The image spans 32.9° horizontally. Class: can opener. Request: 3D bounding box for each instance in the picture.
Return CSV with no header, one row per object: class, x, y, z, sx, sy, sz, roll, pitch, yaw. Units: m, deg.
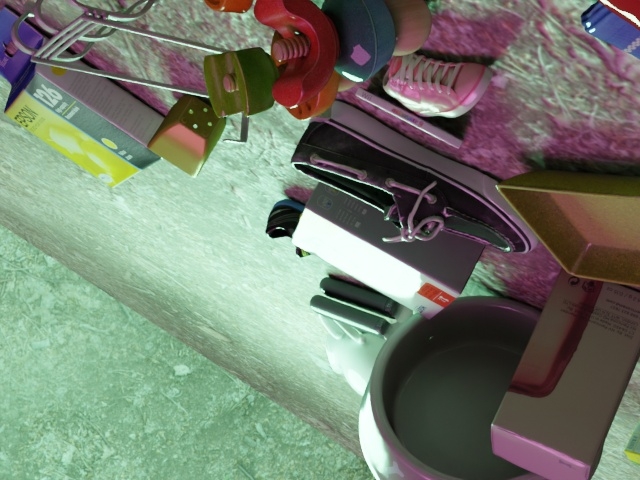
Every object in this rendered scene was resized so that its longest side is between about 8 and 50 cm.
can opener,0.109,0.138,1.850,0.280,0.074,0.093,19,161,31

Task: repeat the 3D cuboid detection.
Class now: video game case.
video game case,0.097,-0.131,1.161,0.122,0.011,0.087,28,-171,4

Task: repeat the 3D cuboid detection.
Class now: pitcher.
pitcher,0.081,0.212,2.055,0.207,0.125,0.178,23,150,57

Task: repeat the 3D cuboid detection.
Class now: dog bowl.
dog bowl,0.223,0.228,1.512,0.348,0.349,0.102,22,148,22

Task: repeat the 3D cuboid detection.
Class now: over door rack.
over door rack,-0.169,-0.224,1.255,0.324,0.108,0.239,21,168,-26

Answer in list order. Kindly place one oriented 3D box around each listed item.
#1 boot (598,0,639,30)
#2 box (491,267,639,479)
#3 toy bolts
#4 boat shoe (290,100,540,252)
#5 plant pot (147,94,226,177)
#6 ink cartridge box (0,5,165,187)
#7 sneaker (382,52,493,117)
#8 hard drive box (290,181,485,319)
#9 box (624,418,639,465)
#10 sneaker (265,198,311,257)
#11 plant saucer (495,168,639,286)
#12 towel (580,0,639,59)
boot,0.263,-0.082,0.697,0.244,0.176,0.088,28,167,1
box,0.316,0.174,1.358,0.127,0.232,0.148,22,160,19
toy bolts,-0.006,-0.217,1.024,0.228,0.158,0.218,18,121,61
boat shoe,0.111,-0.049,1.270,0.306,0.105,0.113,30,163,-3
plant pot,-0.176,-0.151,1.486,0.081,0.081,0.083,33,152,-11
ink cartridge box,-0.399,-0.209,1.691,0.307,0.072,0.303,33,163,-18
sneaker,0.107,-0.157,1.063,0.070,0.051,0.134,31,168,-22
hard drive box,0.088,-0.001,1.472,0.232,0.089,0.181,29,163,1
box,0.539,0.290,1.547,0.179,0.105,0.043,8,147,50
sneaker,0.000,0.000,1.627,0.188,0.078,0.067,20,161,25
plant saucer,0.310,-0.017,1.150,0.188,0.045,0.188,10,154,48
towel,0.372,-0.119,0.777,0.336,0.040,0.243,30,163,-4
